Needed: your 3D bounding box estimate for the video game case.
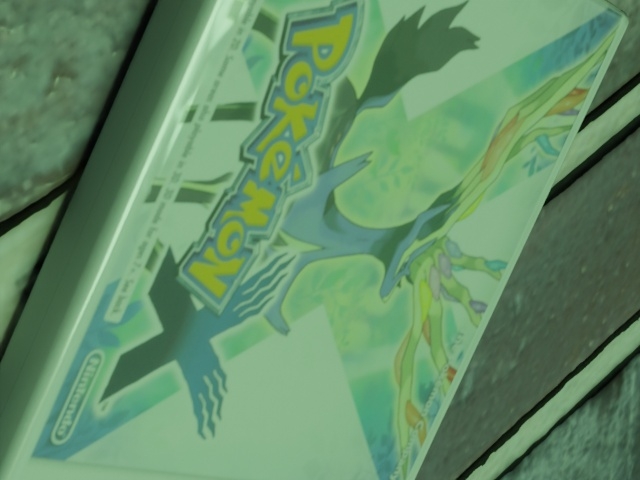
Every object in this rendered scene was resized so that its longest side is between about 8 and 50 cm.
[{"bbox_3d":[0.000,0.000,0.857,0.300,0.036,0.329,16,100,-53],"label":"video game case"}]
